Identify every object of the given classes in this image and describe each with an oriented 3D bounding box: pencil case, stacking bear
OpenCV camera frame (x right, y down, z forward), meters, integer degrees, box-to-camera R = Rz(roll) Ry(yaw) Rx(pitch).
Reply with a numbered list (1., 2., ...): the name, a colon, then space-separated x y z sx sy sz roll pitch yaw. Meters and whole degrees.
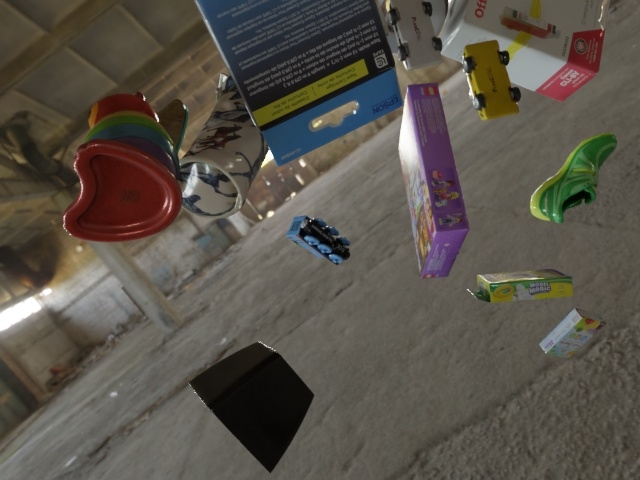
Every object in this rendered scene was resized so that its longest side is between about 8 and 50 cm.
1. pencil case: -0.207 -0.232 1.257 0.159 0.184 0.410 99 -175 -47
2. stacking bear: -0.324 -0.149 0.914 0.175 0.164 0.289 -63 32 31

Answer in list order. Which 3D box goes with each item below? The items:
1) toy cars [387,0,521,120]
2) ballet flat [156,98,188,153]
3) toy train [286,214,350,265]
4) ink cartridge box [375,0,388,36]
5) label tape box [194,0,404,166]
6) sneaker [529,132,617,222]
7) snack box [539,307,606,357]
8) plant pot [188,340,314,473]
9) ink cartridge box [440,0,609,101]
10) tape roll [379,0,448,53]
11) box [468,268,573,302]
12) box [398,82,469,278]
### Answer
1. toy cars: 0.303 -0.420 1.280 0.176 0.394 0.087 -53 -6 -9
2. ballet flat: -0.417 -0.177 1.282 0.124 0.116 0.342 5 -55 -38
3. toy train: 0.000 0.000 1.482 0.105 0.184 0.080 -2 59 49
4. ink cartridge box: 0.019 -0.469 1.172 0.213 0.154 0.093 -16 11 32
5. label tape box: -0.038 -0.330 0.867 0.249 0.347 0.115 -27 34 -2
6. sneaker: 0.693 -0.157 1.456 0.295 0.109 0.123 -48 52 -1
7. snack box: 0.652 0.241 1.415 0.141 0.100 0.037 -58 32 29
8. plant pot: -0.128 0.314 1.103 0.167 0.187 0.188 -43 17 -17
9. ink cartridge box: 0.547 -0.586 1.471 0.160 0.385 0.279 131 156 -73
10. tape roll: 0.218 -0.601 1.418 0.219 0.219 0.072 -32 25 39
11. box: 0.388 0.089 1.083 0.179 0.043 0.105 -7 6 3
12. box: 0.194 -0.103 0.982 0.057 0.293 0.201 -5 -26 0
